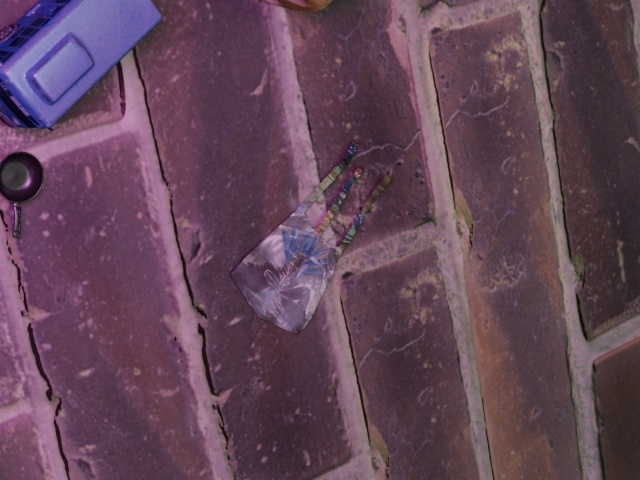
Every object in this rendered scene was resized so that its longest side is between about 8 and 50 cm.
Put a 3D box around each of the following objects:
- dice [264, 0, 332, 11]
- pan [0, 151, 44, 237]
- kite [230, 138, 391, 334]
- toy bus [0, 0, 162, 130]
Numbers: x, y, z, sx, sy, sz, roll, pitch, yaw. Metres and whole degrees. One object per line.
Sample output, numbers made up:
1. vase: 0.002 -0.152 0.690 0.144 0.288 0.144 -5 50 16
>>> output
1. dice: -0.053 -0.427 1.924 0.166 0.169 0.169 24 85 -37
2. pan: -0.405 -0.062 1.843 0.068 0.023 0.115 3 96 -36
3. kite: -0.001 -0.001 2.151 0.310 0.015 0.169 -49 123 -14
4. toy bus: -0.330 -0.253 1.788 0.234 0.133 0.116 -48 123 -18
